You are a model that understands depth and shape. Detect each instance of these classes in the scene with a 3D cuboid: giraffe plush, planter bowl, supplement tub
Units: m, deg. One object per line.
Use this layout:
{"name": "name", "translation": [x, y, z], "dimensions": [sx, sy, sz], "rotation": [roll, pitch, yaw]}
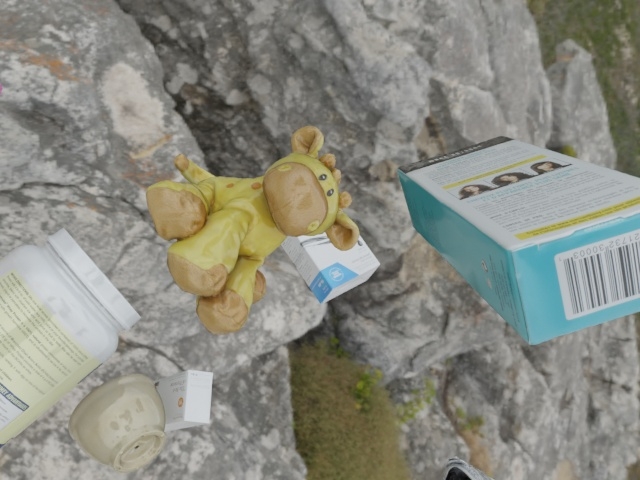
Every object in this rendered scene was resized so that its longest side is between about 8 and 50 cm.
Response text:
{"name": "giraffe plush", "translation": [-0.054, -0.026, 0.649], "dimensions": [0.210, 0.170, 0.181], "rotation": [-94, 163, -60]}
{"name": "planter bowl", "translation": [-0.336, 0.329, 1.082], "dimensions": [0.162, 0.109, 0.162], "rotation": [-30, 143, -26]}
{"name": "supplement tub", "translation": [-0.481, 0.156, 0.999], "dimensions": [0.325, 0.235, 0.235], "rotation": [-41, 127, -16]}

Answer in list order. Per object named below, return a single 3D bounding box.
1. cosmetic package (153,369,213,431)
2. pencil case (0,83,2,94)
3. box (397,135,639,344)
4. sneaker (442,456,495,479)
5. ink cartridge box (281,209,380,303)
{"name": "cosmetic package", "translation": [-0.303, 0.330, 1.261], "dimensions": [0.060, 0.239, 0.099], "rotation": [15, 62, -36]}
{"name": "pencil case", "translation": [-0.537, -0.145, 0.913], "dimensions": [0.098, 0.095, 0.209], "rotation": [18, 81, -61]}
{"name": "box", "translation": [0.135, -0.018, 0.439], "dimensions": [0.100, 0.244, 0.060], "rotation": [-17, 107, -1]}
{"name": "sneaker", "translation": [0.171, 0.382, 0.707], "dimensions": [0.115, 0.105, 0.281], "rotation": [50, 22, -27]}
{"name": "ink cartridge box", "translation": [0.000, 0.000, 1.025], "dimensions": [0.104, 0.060, 0.180], "rotation": [-25, 72, -30]}
